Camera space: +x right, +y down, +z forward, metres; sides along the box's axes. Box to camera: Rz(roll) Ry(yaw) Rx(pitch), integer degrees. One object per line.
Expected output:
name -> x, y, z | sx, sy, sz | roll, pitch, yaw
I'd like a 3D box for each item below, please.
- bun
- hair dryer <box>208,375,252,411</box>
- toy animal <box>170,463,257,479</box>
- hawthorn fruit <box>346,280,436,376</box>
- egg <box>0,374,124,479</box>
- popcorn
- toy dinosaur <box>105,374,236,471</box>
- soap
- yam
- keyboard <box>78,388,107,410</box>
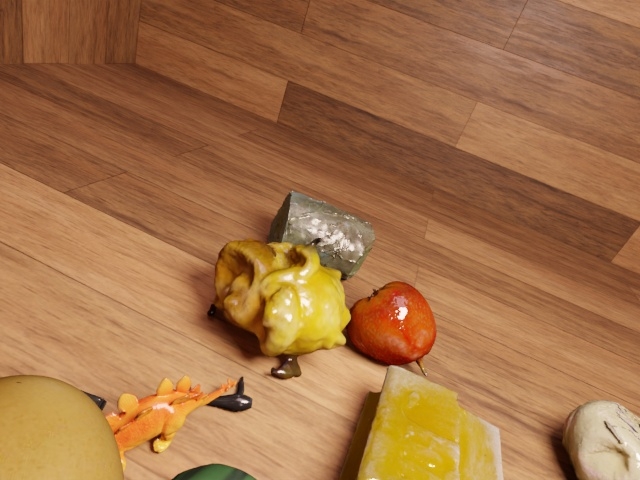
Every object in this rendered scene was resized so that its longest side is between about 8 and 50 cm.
bun -> 0.608, 0.444, 0.802 | 0.273, 0.168, 0.273 | 28, 23, -13
hair dryer -> -0.161, 0.276, 0.743 | 0.079, 0.031, 0.083 | 8, 15, -5
toy animal -> -0.054, 0.385, 0.445 | 0.338, 0.216, 0.191 | 23, 1, 12
hawthorn fruit -> 0.176, 0.210, 0.929 | 0.225, 0.196, 0.196 | 54, 36, 8
egg -> -0.309, 0.283, 0.361 | 0.250, 0.250, 0.322 | 11, 52, -18
popcorn -> -0.076, 0.107, 0.855 | 0.316, 0.281, 0.297 | 32, 10, -5
toy dinosaur -> -0.238, 0.257, 0.610 | 0.288, 0.117, 0.070 | -18, 45, -41
soap -> 0.177, 0.376, 0.671 | 0.259, 0.143, 0.281 | 27, 23, 7
yam -> 0.001, 0.002, 1.166 | 0.271, 0.202, 0.201 | 14, 50, -14
keyboard -> -0.392, 0.294, 0.547 | 0.094, 0.025, 0.230 | 21, 28, -4
